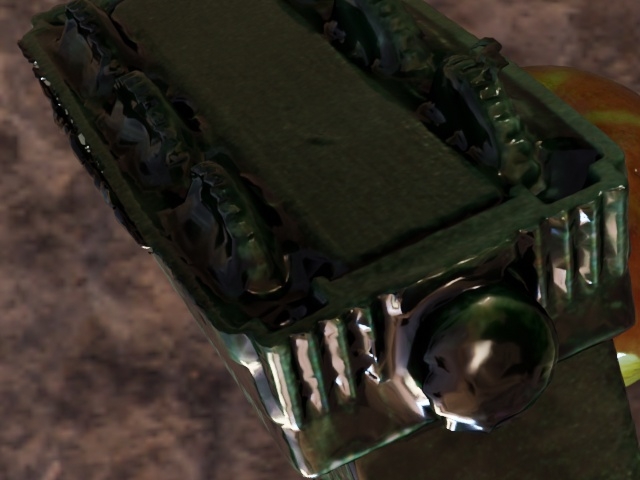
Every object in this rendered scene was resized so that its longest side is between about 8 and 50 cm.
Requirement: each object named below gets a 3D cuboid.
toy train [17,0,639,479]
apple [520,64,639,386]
[{"bbox_3d":[0.000,0.000,0.643,0.330,0.138,0.178,49,-18,58],"label":"toy train"},{"bbox_3d":[0.147,0.010,1.224,0.246,0.246,0.226,45,-24,44],"label":"apple"}]
